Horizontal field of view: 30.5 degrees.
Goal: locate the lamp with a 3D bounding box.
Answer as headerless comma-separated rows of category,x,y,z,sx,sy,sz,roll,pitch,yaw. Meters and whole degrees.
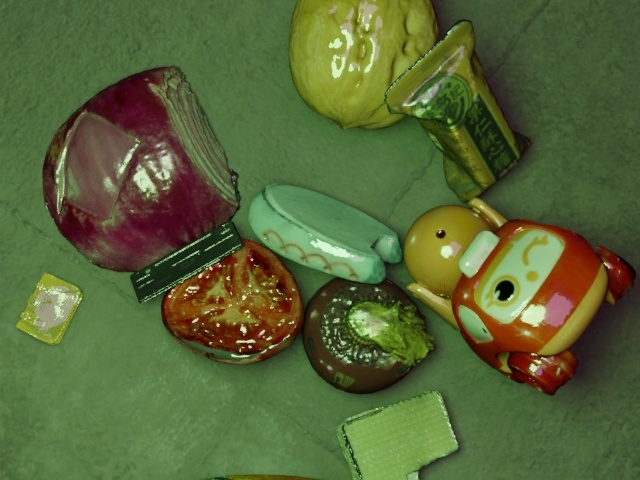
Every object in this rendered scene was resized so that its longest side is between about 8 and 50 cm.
lamp,0.054,0.115,1.491,0.157,0.135,0.156,-36,83,-5

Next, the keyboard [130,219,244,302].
keyboard,-0.173,0.027,1.514,0.155,0.010,0.053,-29,48,1

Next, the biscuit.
biscuit,0.127,0.325,1.498,0.147,0.046,0.250,-19,82,-18

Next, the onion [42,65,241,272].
onion,-0.245,-0.092,1.527,0.247,0.111,0.250,-27,86,-6

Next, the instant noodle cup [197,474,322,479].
instant noodle cup,-0.071,0.395,1.420,0.230,0.230,0.182,2,93,-1

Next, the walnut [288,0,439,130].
walnut,0.054,-0.252,1.517,0.195,0.195,0.222,9,89,0

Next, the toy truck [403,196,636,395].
toy truck,0.224,0.049,1.449,0.239,0.265,0.189,37,82,-7

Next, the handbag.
handbag,-0.355,0.090,1.540,0.061,0.027,0.083,24,80,2

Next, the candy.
candy,0.174,-0.155,1.480,0.143,0.271,0.101,-44,52,-3

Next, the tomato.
tomato,-0.102,0.096,1.505,0.166,0.082,0.174,-42,61,-10

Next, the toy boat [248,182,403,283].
toy boat,0.000,0.000,1.513,0.207,0.134,0.079,24,119,10
